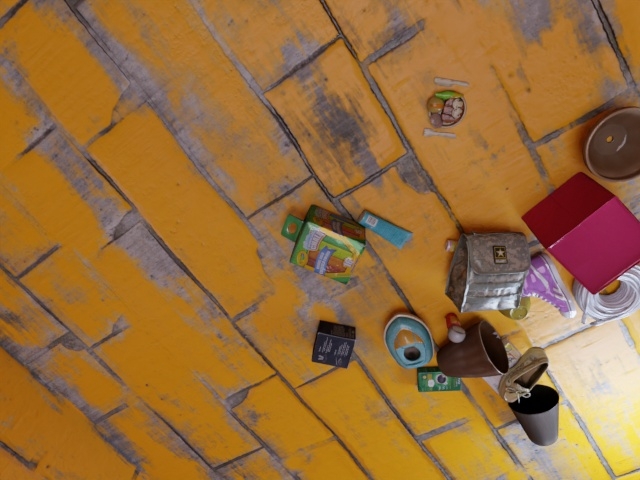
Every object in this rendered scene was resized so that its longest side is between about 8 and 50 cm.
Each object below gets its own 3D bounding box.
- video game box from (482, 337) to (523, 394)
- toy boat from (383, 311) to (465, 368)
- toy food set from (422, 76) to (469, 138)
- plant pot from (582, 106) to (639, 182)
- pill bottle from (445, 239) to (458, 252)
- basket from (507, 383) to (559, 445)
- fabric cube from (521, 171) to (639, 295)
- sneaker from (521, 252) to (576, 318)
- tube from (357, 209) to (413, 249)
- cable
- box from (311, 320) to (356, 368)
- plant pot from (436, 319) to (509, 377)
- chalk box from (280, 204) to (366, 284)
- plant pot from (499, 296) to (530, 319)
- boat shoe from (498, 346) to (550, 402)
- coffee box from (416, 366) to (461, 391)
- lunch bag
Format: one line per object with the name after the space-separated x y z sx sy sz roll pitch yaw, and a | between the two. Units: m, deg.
0.761 0.527 1.930 0.187 0.048 0.205 -38 107 21 | video game box
0.411 0.386 1.837 0.318 0.148 0.267 -23 111 15 | toy boat
0.414 -0.428 1.514 0.132 0.038 0.192 7 116 1 | toy food set
0.954 -0.315 1.483 0.237 0.110 0.237 2 116 4 | plant pot
0.509 0.025 1.716 0.083 0.043 0.043 11 116 0 | pill bottle
0.926 0.752 1.970 0.204 0.154 0.227 -18 116 14 | basket
0.889 -0.031 1.541 0.254 0.258 0.259 41 111 -13 | fabric cube
0.831 0.198 1.733 0.161 0.102 0.282 -32 98 6 | sneaker
0.238 -0.041 1.709 0.207 0.052 0.080 29 119 -14 | tube
1.081 0.181 1.719 0.257 0.089 0.257 -13 113 10 | cable
0.055 0.432 1.919 0.158 0.093 0.156 12 116 -2 | box
0.589 0.458 1.843 0.230 0.215 0.215 -31 110 33 | plant pot
0.000 0.000 1.673 0.289 0.179 0.180 21 115 -5 | chalk box
0.748 0.252 1.775 0.134 0.095 0.134 2 115 5 | plant pot
0.819 0.558 1.865 0.104 0.089 0.285 18 115 -5 | boat shoe
0.510 0.596 1.987 0.184 0.040 0.113 -5 115 8 | coffee box
0.605 0.101 1.663 0.235 0.169 0.287 -2 115 -11 | lunch bag
